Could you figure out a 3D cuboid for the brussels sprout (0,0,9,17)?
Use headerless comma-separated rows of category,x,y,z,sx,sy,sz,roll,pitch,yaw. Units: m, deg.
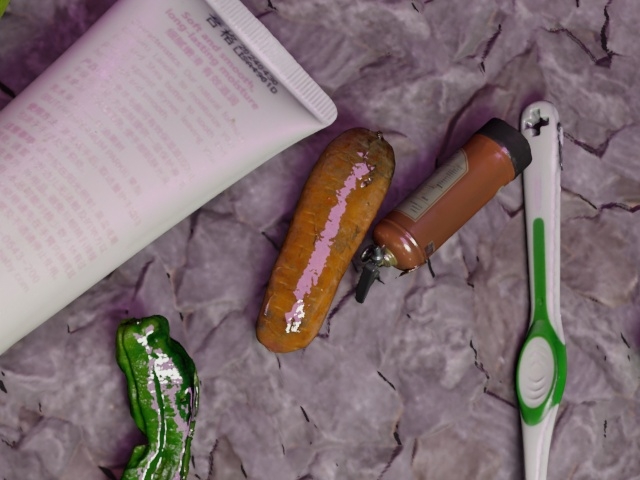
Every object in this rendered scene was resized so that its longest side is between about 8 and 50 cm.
brussels sprout,-0.310,-0.220,0.898,0.244,0.244,0.244,2,80,-13

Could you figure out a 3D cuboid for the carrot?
carrot,0.000,0.000,1.003,0.060,0.060,0.186,28,81,-7

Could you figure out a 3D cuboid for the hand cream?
hand cream,-0.167,-0.054,0.957,0.185,0.118,0.359,47,67,1

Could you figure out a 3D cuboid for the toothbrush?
toothbrush,0.170,0.092,1.032,0.040,0.042,0.417,12,74,-51

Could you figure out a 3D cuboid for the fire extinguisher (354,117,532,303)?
fire extinguisher,0.089,-0.021,1.027,0.177,0.062,0.050,-42,67,-18

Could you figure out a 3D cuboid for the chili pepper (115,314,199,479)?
chili pepper,-0.128,0.144,0.953,0.073,0.050,0.182,15,80,-17
